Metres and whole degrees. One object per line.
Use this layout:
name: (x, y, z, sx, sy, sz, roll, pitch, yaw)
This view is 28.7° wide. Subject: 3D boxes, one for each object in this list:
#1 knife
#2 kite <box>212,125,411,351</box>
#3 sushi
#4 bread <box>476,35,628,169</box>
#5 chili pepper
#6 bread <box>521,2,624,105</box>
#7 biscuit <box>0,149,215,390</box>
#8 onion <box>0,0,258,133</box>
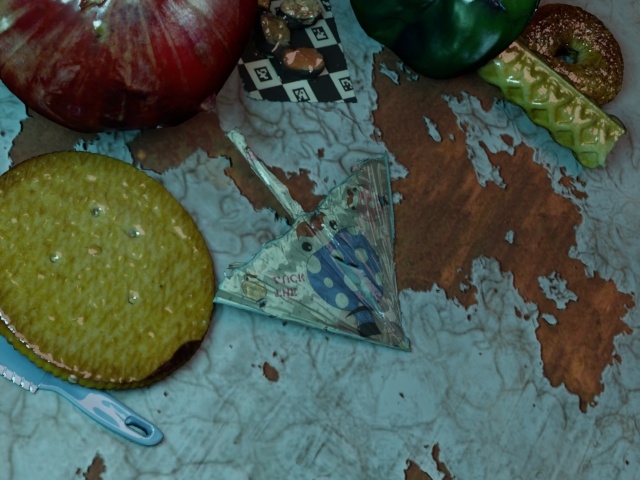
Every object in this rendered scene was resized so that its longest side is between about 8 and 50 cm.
knife: (-0.308, 0.144, 1.358, 0.313, 0.019, 0.044, 33, 55, -9)
kite: (0.000, 0.000, 1.605, 0.368, 0.014, 0.406, 51, 46, -2)
sushi: (-0.050, -0.322, 1.746, 0.192, 0.043, 0.279, -1, 65, -31)
bread: (0.340, -0.219, 1.891, 0.269, 0.087, 0.098, 40, 72, -6)
chili pepper: (0.181, -0.366, 1.776, 0.248, 0.256, 0.233, 42, 56, -3)
bread: (0.403, -0.295, 1.990, 0.193, 0.064, 0.193, 12, 61, -22)
biscuit: (-0.257, 0.030, 1.428, 0.305, 0.038, 0.305, 18, 54, -26)
onion: (-0.231, -0.276, 1.445, 0.341, 0.341, 0.341, 14, 58, -24)
